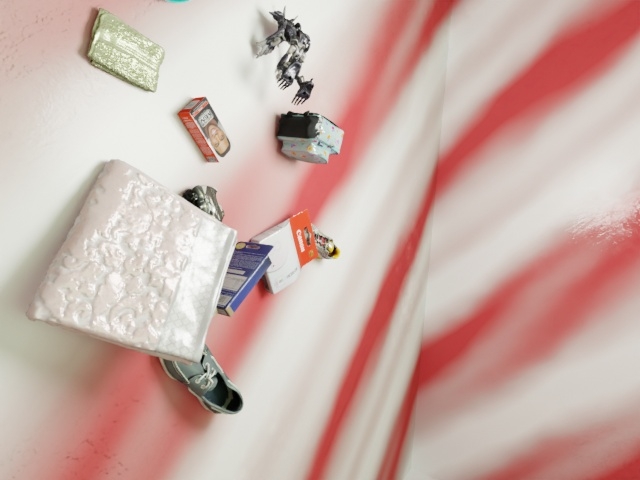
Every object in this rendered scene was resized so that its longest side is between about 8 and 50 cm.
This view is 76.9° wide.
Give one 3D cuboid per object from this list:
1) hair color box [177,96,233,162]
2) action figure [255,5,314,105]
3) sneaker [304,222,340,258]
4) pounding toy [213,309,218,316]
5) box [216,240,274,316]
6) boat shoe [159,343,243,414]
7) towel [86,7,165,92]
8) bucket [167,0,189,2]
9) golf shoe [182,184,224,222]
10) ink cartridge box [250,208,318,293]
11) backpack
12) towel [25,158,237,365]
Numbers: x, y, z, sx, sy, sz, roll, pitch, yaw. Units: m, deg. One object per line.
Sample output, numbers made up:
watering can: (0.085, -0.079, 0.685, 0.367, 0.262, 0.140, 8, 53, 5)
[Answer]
hair color box: (-0.275, -0.266, 0.977, 0.072, 0.043, 0.141, -61, 143, -33)
action figure: (-0.099, -0.523, 1.131, 0.164, 0.141, 0.275, 24, 49, -49)
sneaker: (0.000, 0.000, 1.421, 0.225, 0.093, 0.088, 41, 62, -52)
pounding toy: (-0.351, 0.101, 0.888, 0.181, 0.094, 0.205, -21, 96, -53)
box: (-0.221, 0.091, 1.042, 0.225, 0.137, 0.036, -56, 138, -36)
boat shoe: (-0.287, 0.337, 1.017, 0.116, 0.099, 0.319, -54, 138, -38)
towel: (-0.381, -0.371, 0.802, 0.148, 0.027, 0.110, 18, 81, -58)
bucket: (-0.268, -0.625, 0.790, 0.281, 0.183, 0.281, -16, 110, -55)
golf shoe: (-0.269, -0.041, 0.998, 0.094, 0.077, 0.198, -31, 123, -52)
ink cartridge box: (-0.093, 0.031, 1.262, 0.232, 0.066, 0.189, -29, 121, -29)
backpack: (-0.023, -0.314, 1.255, 0.188, 0.166, 0.144, -3, 101, -54)
towel: (-0.334, 0.048, 0.804, 0.317, 0.053, 0.331, 33, 54, -34)
